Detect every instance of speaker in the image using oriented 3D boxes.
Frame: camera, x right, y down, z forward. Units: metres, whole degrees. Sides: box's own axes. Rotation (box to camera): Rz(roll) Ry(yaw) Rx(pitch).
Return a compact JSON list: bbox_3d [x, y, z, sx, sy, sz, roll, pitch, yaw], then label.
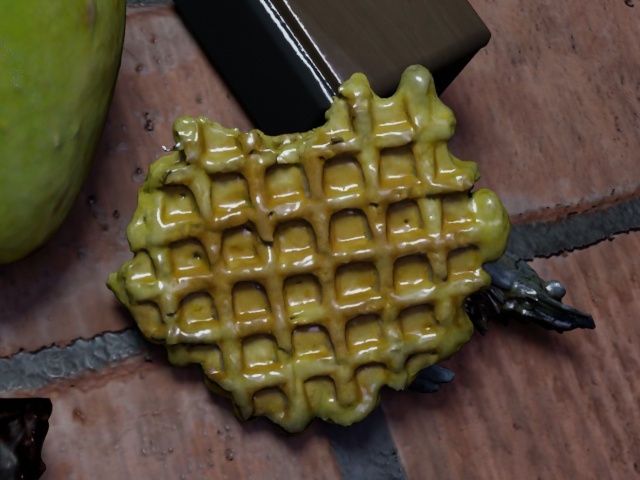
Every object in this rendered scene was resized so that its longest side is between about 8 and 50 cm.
[{"bbox_3d":[0.003,-0.206,0.909,0.192,0.153,0.231,-29,81,-28],"label":"speaker"}]

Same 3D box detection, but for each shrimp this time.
[{"bbox_3d":[0.087,0.050,0.883,0.289,0.075,0.178,31,70,-6],"label":"shrimp"}]

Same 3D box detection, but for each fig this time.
[{"bbox_3d":[-0.262,-0.139,0.741,0.258,0.258,0.326,-7,84,-22],"label":"fig"}]

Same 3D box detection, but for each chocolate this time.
[{"bbox_3d":[-0.251,0.172,0.680,0.156,0.156,0.133,-2,82,-20],"label":"chocolate"}]

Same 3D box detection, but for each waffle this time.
[{"bbox_3d":[-0.008,0.006,0.799,0.301,0.058,0.281,-34,103,2],"label":"waffle"}]
